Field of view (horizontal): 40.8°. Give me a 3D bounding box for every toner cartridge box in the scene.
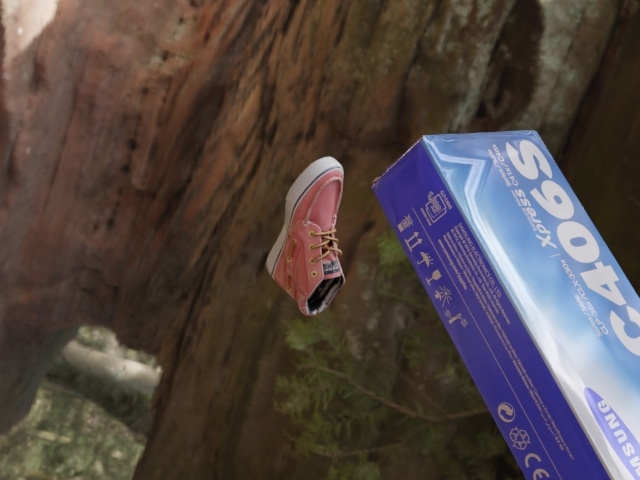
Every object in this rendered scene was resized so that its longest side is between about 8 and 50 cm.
[{"bbox_3d":[0.191,0.072,0.697,0.075,0.165,0.347,-44,-114,43],"label":"toner cartridge box"}]

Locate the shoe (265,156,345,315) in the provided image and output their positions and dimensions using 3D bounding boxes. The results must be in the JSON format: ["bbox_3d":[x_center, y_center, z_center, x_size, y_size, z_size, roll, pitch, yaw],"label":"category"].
[{"bbox_3d":[0.000,0.000,0.908,0.081,0.063,0.178,51,-42,28],"label":"shoe"}]
